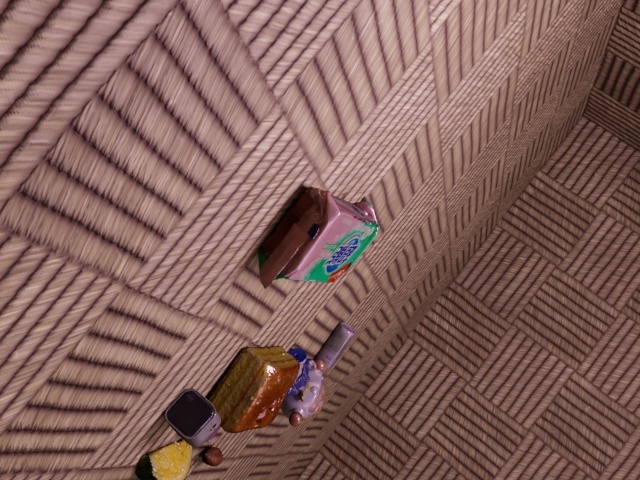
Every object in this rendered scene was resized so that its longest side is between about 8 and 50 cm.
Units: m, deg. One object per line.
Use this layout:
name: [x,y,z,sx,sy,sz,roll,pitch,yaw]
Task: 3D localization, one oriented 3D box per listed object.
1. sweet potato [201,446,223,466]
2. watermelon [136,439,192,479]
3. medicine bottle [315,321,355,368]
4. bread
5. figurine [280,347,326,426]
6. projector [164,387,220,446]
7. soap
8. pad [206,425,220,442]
sweet potato: [-0.271,0.535,1.982,0.049,0.049,0.117,-50,163,-10]
watermelon: [-0.343,0.482,1.709,0.181,0.075,0.092,-1,83,-71]
medicine bottle: [0.026,0.334,2.346,0.199,0.058,0.058,-55,163,12]
bread: [-0.143,0.337,1.805,0.184,0.110,0.234,-55,163,5]
figurine: [-0.063,0.394,2.129,0.274,0.133,0.193,46,58,-67]
projector: [-0.253,0.353,1.591,0.083,0.083,0.082,-46,162,-19]
soap: [-0.002,-0.002,1.516,0.218,0.098,0.273,-49,162,9]
pad: [-0.251,0.421,1.876,0.113,0.006,0.188,-51,163,-11]
